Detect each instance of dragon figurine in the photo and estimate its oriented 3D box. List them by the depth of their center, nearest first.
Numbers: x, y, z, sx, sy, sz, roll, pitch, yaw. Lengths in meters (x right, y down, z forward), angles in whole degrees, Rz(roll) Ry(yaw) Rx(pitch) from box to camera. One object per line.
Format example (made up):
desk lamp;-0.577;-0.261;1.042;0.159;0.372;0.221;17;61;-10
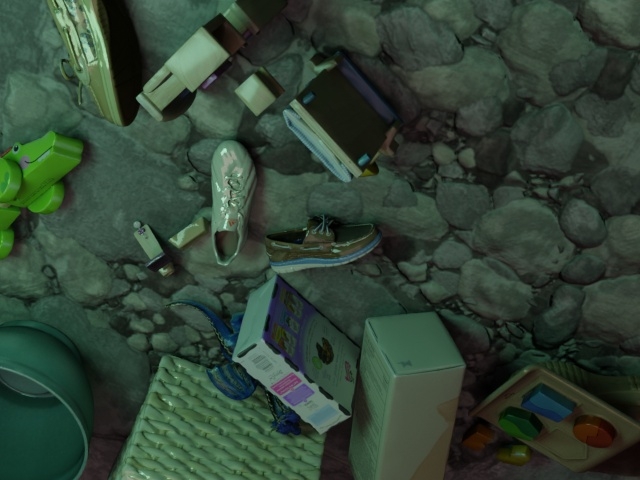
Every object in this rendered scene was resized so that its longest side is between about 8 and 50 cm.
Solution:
dragon figurine;-0.122;0.192;1.811;0.289;0.144;0.085;38;120;-17

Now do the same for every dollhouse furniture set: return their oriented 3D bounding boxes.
dollhouse furniture set;-0.067;-0.142;1.495;0.198;0.286;0.303;-39;100;28
dollhouse furniture set;-0.228;-0.013;1.770;0.114;0.091;0.081;-35;72;2

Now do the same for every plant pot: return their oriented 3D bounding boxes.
plant pot;-0.498;0.253;1.869;0.293;0.196;0.293;3;124;4

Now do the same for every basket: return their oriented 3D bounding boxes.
basket;-0.177;0.413;1.859;0.331;0.328;0.266;22;121;-7

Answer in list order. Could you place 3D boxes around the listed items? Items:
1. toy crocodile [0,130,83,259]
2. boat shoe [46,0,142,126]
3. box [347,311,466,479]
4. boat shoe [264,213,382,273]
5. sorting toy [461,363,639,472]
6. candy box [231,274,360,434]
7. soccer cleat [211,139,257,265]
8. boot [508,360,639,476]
toy crocodile;-0.490;-0.061;1.720;0.340;0.105;0.115;-37;154;26
boat shoe;-0.315;-0.289;1.548;0.089;0.104;0.285;-5;113;16
box;0.131;0.279;1.821;0.121;0.148;0.311;-5;127;-16
boat shoe;0.000;0.000;1.714;0.183;0.066;0.066;-15;119;17
sorting toy;0.352;0.308;1.812;0.229;0.041;0.307;27;146;-5
candy box;-0.033;0.177;1.776;0.070;0.165;0.196;-36;112;27
soccer cleat;-0.131;-0.053;1.688;0.068;0.076;0.196;6;124;3
boot;0.424;0.300;1.847;0.248;0.090;0.206;4;126;8
